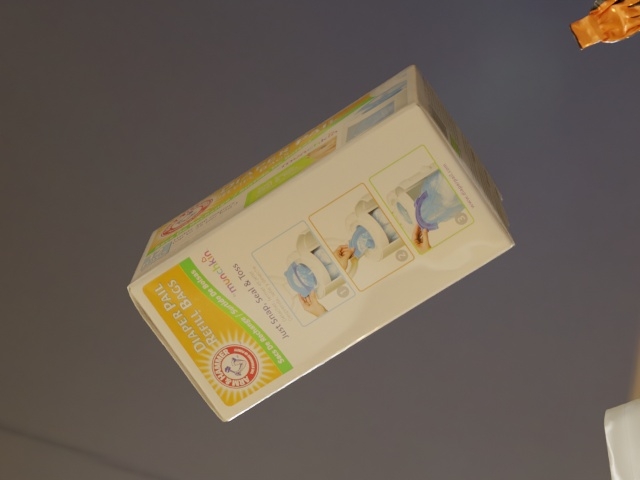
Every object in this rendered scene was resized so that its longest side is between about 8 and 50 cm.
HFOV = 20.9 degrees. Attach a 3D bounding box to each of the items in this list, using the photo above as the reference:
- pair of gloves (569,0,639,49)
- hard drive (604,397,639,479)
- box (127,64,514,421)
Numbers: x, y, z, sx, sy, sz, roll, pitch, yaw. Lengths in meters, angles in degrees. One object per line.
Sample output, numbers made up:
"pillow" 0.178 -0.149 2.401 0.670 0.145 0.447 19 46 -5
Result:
"pair of gloves" 0.197 -0.179 1.207 0.074 0.010 0.083 -19 98 35
"hard drive" 0.401 0.218 1.619 0.040 0.203 0.307 11 154 -36
"box" 0.000 0.000 1.035 0.203 0.114 0.103 -32 103 11
